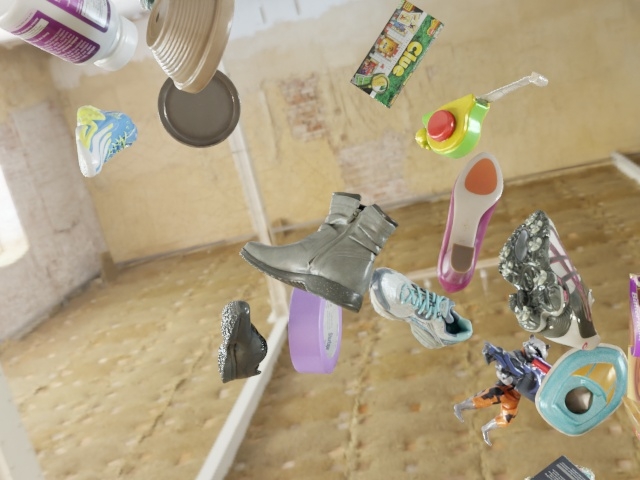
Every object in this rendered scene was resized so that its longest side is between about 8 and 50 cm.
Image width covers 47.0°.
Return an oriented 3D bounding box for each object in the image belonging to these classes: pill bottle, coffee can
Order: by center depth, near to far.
[{"bbox_3d":[-0.546,-0.479,1.577,0.169,0.169,0.302,-5,165,33],"label":"pill bottle"},{"bbox_3d":[-0.316,-0.348,1.921,0.202,0.201,0.275,-15,-168,-6],"label":"coffee can"}]

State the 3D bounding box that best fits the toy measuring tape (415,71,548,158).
[{"bbox_3d":[0.331,-0.248,1.556,0.330,0.121,0.121,-16,-172,47],"label":"toy measuring tape"}]

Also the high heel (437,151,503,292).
[{"bbox_3d":[0.385,-0.047,1.955,0.127,0.377,0.181,20,158,7],"label":"high heel"}]

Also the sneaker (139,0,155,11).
[{"bbox_3d":[-0.373,-0.563,1.632,0.065,0.076,0.166,-43,158,-13],"label":"sneaker"}]

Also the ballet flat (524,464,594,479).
[{"bbox_3d":[0.554,0.601,1.809,0.241,0.077,0.091,-35,-149,31],"label":"ballet flat"}]

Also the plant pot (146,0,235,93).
[{"bbox_3d":[-0.265,-0.414,1.424,0.110,0.237,0.237,12,178,-32],"label":"plant pot"}]

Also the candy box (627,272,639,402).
[{"bbox_3d":[0.481,0.141,1.031,0.053,0.186,0.109,-1,-177,-5],"label":"candy box"}]

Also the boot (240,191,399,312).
[{"bbox_3d":[0.000,0.000,1.110,0.247,0.161,0.083,19,173,39],"label":"boot"}]

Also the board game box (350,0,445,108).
[{"bbox_3d":[0.202,-0.497,1.960,0.136,0.259,0.030,37,-166,17],"label":"board game box"}]

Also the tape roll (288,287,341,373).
[{"bbox_3d":[-0.011,0.238,2.087,0.090,0.274,0.275,0,-163,15],"label":"tape roll"}]

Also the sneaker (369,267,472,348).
[{"bbox_3d":[0.222,0.136,1.584,0.122,0.283,0.110,-13,-129,47],"label":"sneaker"}]

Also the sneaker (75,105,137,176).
[{"bbox_3d":[-0.450,-0.219,1.559,0.126,0.091,0.240,-5,-139,-16],"label":"sneaker"}]

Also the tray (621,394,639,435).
[{"bbox_3d":[0.911,0.358,1.626,0.411,0.076,0.202,-23,-153,9],"label":"tray"}]

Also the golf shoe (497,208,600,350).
[{"bbox_3d":[0.350,0.062,1.134,0.105,0.120,0.272,-47,-161,34],"label":"golf shoe"}]

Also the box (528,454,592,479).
[{"bbox_3d":[0.475,0.562,1.542,0.158,0.155,0.093,-24,-135,-27],"label":"box"}]

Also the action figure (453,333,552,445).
[{"bbox_3d":[0.516,0.394,2.109,0.330,0.341,0.178,-46,-157,2],"label":"action figure"}]

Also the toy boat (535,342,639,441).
[{"bbox_3d":[0.732,0.416,1.877,0.267,0.318,0.148,-55,173,7],"label":"toy boat"}]

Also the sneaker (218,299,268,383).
[{"bbox_3d":[-0.199,0.261,1.942,0.130,0.286,0.109,-1,-136,-15],"label":"sneaker"}]
